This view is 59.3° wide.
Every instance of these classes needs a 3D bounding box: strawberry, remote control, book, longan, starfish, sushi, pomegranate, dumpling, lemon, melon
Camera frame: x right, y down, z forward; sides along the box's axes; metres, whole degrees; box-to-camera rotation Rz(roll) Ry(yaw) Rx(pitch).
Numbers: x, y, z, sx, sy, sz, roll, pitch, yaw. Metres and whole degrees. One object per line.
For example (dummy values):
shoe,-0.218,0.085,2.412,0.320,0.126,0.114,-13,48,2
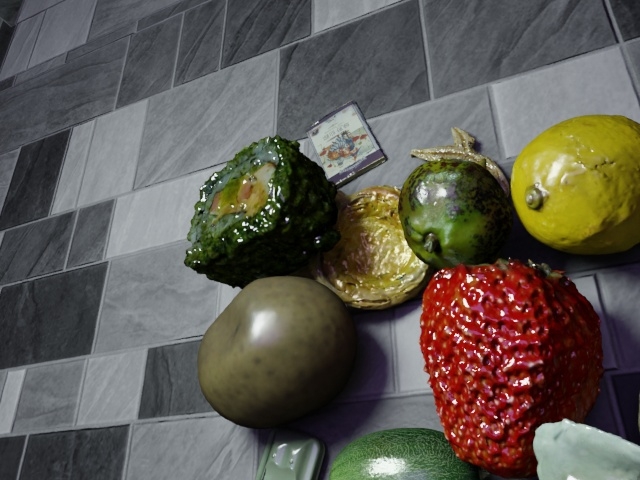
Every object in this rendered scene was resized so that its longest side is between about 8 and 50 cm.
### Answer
strawberry,0.318,0.203,0.919,0.311,0.267,0.351,8,63,-3
remote control,-0.095,0.542,1.097,0.127,0.065,0.336,5,67,32
book,0.059,-0.253,1.461,0.157,0.026,0.231,-30,54,12
longan,-0.090,0.225,1.142,0.350,0.288,0.288,-39,53,14
starfish,0.311,-0.163,1.264,0.138,0.050,0.247,-35,51,10
sushi,-0.131,-0.065,1.218,0.351,0.178,0.294,-26,49,37
pomegranate,0.254,-0.063,1.101,0.203,0.222,0.277,-12,29,6
dumpling,0.447,0.397,0.747,0.270,0.320,0.212,10,75,60
lemon,0.483,-0.099,0.999,0.283,0.260,0.261,-3,61,-1
melon,0.152,0.413,0.960,0.287,0.182,0.182,-13,59,24

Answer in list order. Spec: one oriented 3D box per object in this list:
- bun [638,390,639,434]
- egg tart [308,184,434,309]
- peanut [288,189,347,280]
bun,0.602,0.274,0.825,0.229,0.145,0.230,-1,89,53
egg tart,0.116,0.015,1.221,0.290,0.107,0.291,-1,78,5
peanut,0.000,0.000,1.308,0.117,0.101,0.263,17,74,1
